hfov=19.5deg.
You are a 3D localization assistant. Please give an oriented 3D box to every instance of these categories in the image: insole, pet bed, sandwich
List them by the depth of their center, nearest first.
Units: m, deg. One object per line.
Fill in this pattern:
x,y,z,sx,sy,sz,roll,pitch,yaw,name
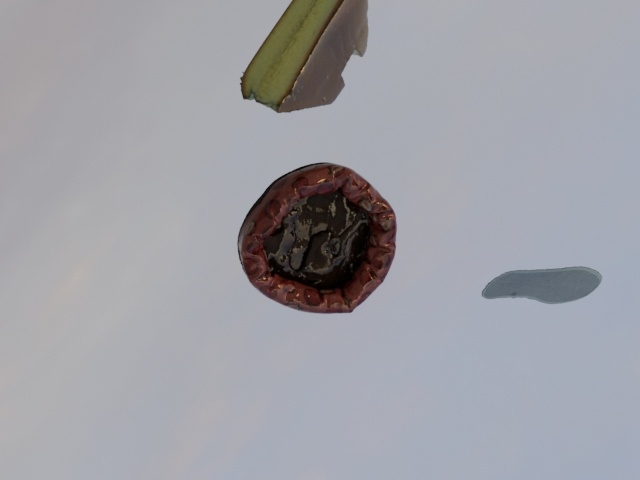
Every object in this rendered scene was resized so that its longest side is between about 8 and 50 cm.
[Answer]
-0.010,-0.235,2.263,0.090,0.088,0.244,15,-117,32,sandwich
0.000,0.000,2.273,0.201,0.201,0.053,-48,-156,-1,pet bed
0.287,0.057,2.368,0.080,0.232,0.003,-46,-121,31,insole
